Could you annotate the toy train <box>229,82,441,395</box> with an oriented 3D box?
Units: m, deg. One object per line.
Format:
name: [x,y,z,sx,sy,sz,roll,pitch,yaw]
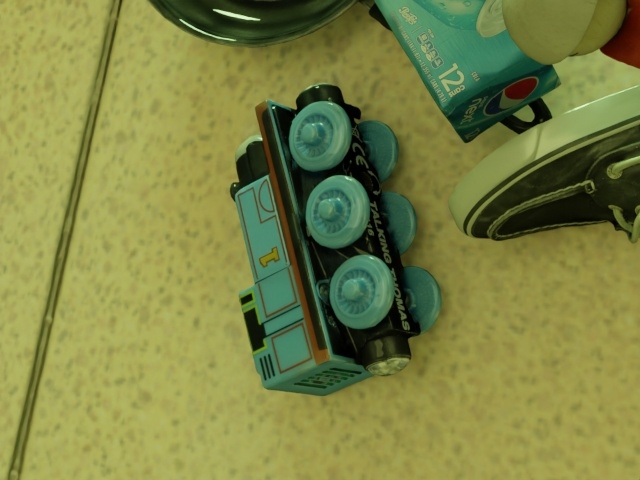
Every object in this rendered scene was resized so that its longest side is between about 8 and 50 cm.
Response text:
toy train: [0.000,0.000,0.898,0.105,0.080,0.184,-26,68,28]

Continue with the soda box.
soda box: [0.053,-0.164,0.867,0.067,0.071,0.210,-32,72,8]

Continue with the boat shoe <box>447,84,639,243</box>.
boat shoe: [0.173,-0.038,0.810,0.219,0.078,0.070,-24,67,21]

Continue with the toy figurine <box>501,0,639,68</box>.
toy figurine: [0.177,-0.190,0.700,0.209,0.148,0.213,138,138,-56]

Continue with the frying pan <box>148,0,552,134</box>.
frying pan: [0.023,-0.196,0.944,0.326,0.053,0.197,19,90,19]
